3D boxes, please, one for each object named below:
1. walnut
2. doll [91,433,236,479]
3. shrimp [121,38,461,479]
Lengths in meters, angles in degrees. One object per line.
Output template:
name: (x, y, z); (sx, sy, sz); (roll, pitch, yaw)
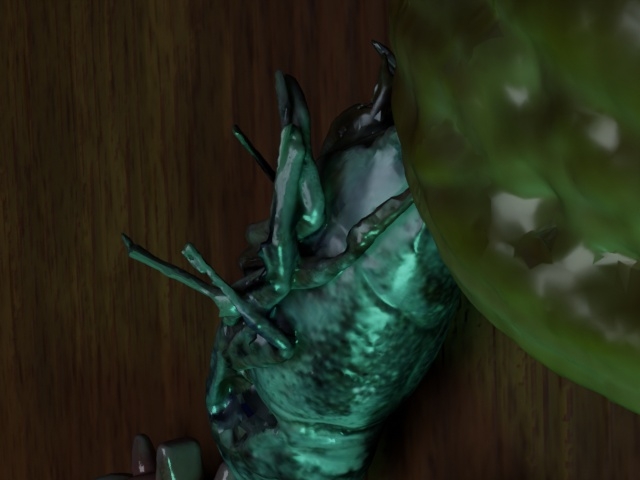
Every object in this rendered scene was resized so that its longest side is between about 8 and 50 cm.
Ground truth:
walnut: (0.187, -0.054, 0.626); (0.333, 0.333, 0.333); (9, 103, 44)
doll: (-0.088, 0.230, 1.080); (0.262, 0.093, 0.211); (29, 110, 42)
shrimp: (0.000, 0.002, 0.903); (0.137, 0.172, 0.372); (40, 130, 39)
